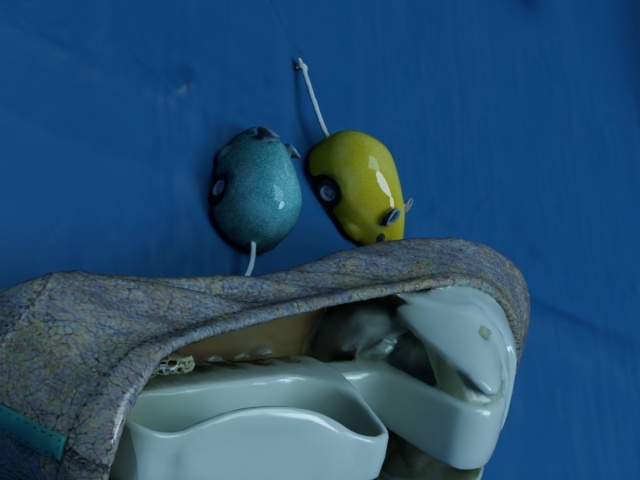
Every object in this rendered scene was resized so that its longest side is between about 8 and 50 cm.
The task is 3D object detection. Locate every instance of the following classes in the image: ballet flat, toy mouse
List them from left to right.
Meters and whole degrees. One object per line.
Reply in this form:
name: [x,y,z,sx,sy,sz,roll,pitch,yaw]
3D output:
toy mouse: [0.000,0.000,0.812,0.143,0.031,0.161,-30,91,-52]
ballet flat: [0.004,0.063,0.708,0.316,0.106,0.107,-7,112,-44]
